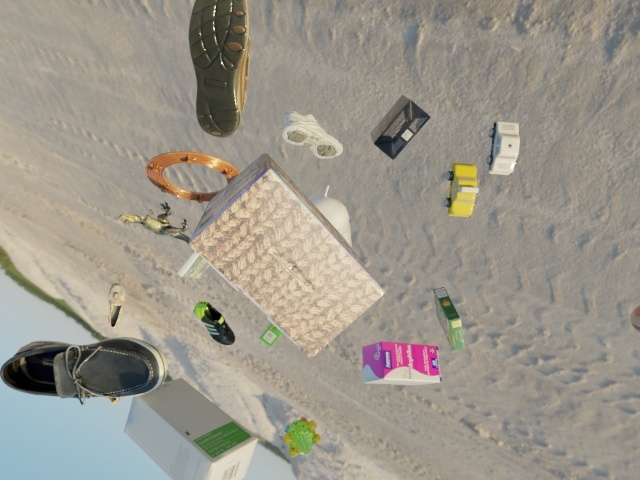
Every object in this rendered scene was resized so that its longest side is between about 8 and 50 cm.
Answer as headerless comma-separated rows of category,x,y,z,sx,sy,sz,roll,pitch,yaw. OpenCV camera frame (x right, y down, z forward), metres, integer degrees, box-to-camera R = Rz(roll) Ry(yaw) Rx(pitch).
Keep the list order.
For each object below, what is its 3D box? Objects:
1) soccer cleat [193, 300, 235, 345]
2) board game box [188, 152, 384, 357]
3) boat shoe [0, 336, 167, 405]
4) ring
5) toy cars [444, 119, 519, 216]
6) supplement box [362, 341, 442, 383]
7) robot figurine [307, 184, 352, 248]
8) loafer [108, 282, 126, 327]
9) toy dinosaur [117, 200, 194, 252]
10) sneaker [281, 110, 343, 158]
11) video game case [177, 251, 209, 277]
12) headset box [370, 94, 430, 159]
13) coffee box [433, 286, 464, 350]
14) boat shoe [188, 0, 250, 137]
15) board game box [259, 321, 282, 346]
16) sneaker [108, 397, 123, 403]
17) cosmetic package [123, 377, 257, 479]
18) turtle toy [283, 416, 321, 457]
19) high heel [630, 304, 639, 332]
soccer cleat,-0.307,0.251,1.334,0.072,0.060,0.179,-10,124,41
board game box,-0.058,0.001,0.714,0.232,0.141,0.291,47,-176,-17
boat shoe,-0.690,0.381,1.305,0.500,0.187,0.156,0,-175,10
ring,-0.437,-0.208,1.568,0.336,0.032,0.336,2,158,1
toy cars,0.567,-0.248,1.540,0.176,0.393,0.087,44,180,-10
supplement box,0.247,0.378,1.368,0.220,0.111,0.114,10,155,-25
robot figurine,0.000,0.000,1.465,0.200,0.300,0.353,15,130,29
loafer,-0.567,0.182,1.243,0.045,0.125,0.039,5,-166,-20
toy dinosaur,-0.461,-0.043,1.353,0.268,0.064,0.118,30,130,-25
sneaker,-0.018,-0.338,1.393,0.232,0.115,0.090,21,144,-40
video game case,-0.354,0.037,1.404,0.022,0.190,0.173,38,176,6
headset box,0.318,-0.475,1.852,0.110,0.218,0.293,37,-160,-12
coffee box,0.388,0.234,1.362,0.040,0.184,0.113,-12,114,4
boat shoe,-0.211,-0.393,0.974,0.122,0.120,0.324,14,124,-1
board game box,-0.142,0.304,1.993,0.064,0.242,0.316,38,-166,-2
sneaker,-0.754,0.508,1.593,0.088,0.093,0.225,21,144,34
cosmetic package,-0.401,0.596,1.368,0.365,0.155,0.197,25,-167,28
turtle toy,-0.053,0.537,1.218,0.066,0.095,0.130,34,144,61
high heel,0.852,0.242,1.040,0.127,0.377,0.181,-42,80,23
